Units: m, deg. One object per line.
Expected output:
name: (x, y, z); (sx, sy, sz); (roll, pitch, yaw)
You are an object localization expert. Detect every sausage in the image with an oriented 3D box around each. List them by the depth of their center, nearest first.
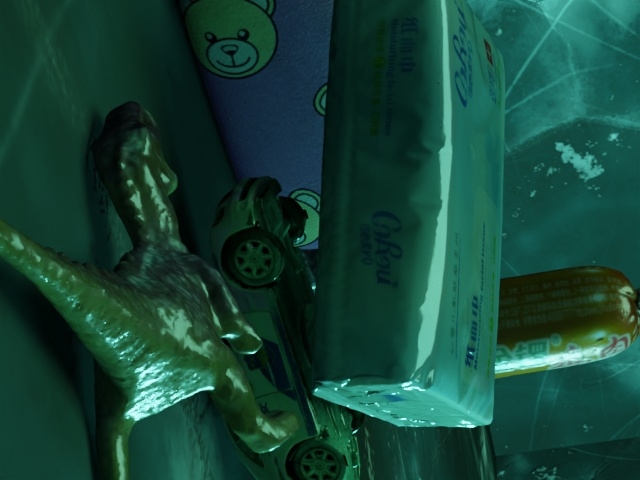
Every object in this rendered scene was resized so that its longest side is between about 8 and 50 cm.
sausage: (0.154, 0.081, 1.259); (0.093, 0.312, 0.093); (-9, 90, -79)

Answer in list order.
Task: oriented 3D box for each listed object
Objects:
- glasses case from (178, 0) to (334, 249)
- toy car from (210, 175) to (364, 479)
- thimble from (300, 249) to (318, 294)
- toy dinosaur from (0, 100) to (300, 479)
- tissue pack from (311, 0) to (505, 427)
glasses case: (-0.020, -0.121, 0.972); (0.075, 0.123, 0.316); (-98, 173, -51)
toy car: (-0.029, 0.072, 0.872); (0.090, 0.076, 0.224); (-58, 133, -70)
thimble: (0.000, -0.002, 1.164); (0.095, 0.066, 0.104); (51, 30, -67)
toy dinosaur: (-0.091, 0.033, 0.621); (0.199, 0.072, 0.251); (69, 23, -10)
tissue pack: (0.062, -0.022, 0.876); (0.177, 0.089, 0.263); (34, 55, -64)
